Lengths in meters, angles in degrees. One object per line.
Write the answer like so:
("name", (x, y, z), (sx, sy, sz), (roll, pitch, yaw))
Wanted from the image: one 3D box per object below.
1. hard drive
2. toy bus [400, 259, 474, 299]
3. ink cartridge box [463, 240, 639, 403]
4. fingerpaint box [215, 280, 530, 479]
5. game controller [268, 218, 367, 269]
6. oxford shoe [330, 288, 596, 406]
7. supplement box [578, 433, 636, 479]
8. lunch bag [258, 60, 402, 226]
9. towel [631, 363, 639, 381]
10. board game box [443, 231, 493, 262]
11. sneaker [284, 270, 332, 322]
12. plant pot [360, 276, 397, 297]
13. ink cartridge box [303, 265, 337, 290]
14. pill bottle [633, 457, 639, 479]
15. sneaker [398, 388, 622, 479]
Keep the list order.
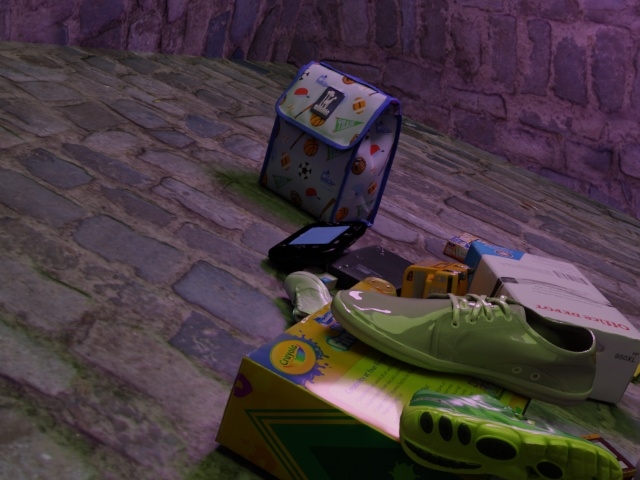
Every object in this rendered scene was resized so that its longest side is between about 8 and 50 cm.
("hard drive", (0.133, 0.081, 1.937), (0.172, 0.054, 0.254), (28, 22, 23))
("toy bus", (0.255, 0.105, 1.775), (0.130, 0.108, 0.332), (8, 4, 15))
("ink cartridge box", (0.499, 0.173, 1.851), (0.285, 0.166, 0.395), (13, 20, -13))
("fingerpaint box", (0.114, 0.260, 1.297), (0.371, 0.163, 0.445), (26, 21, 17))
("game controller", (0.000, 0.000, 1.963), (0.166, 0.067, 0.319), (-10, 11, 22))
("oxford shoe", (0.236, 0.139, 1.301), (0.449, 0.130, 0.169), (16, 22, -6))
("supplement box", (0.348, 0.376, 1.161), (0.104, 0.188, 0.081), (3, 26, -35))
("lunch bag", (0.030, -0.272, 2.289), (0.327, 0.386, 0.239), (33, 24, 33))
("towel", (0.749, 0.285, 1.998), (0.102, 0.021, 0.237), (24, 21, 31))
("board game box", (0.465, 0.044, 2.333), (0.193, 0.045, 0.146), (28, 22, 24))
("sneaker", (-0.026, 0.133, 1.647), (0.094, 0.080, 0.212), (-12, 36, -34))
("plant pot", (0.110, 0.134, 1.720), (0.134, 0.095, 0.134), (16, 21, -6))
("ink cartridge box", (-0.009, 0.082, 1.848), (0.083, 0.028, 0.048), (29, 22, 29))
("pill bottle", (0.605, 0.436, 1.310), (0.131, 0.131, 0.229), (15, 20, -8))
("sneaker", (0.246, 0.252, 1.045), (0.295, 0.109, 0.123), (20, 25, -2))
